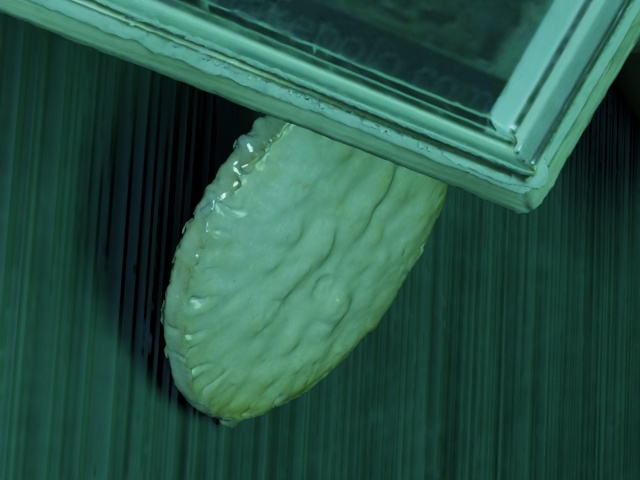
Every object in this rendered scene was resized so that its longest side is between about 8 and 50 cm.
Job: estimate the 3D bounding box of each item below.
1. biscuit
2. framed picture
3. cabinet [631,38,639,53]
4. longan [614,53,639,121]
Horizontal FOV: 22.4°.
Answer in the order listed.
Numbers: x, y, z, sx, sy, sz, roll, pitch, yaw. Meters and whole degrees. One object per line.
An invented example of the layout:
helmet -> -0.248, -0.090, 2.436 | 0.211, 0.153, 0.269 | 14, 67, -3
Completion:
biscuit -> 0.000, 0.000, 0.574 | 0.152, 0.020, 0.152 | -36, 146, -30
framed picture -> -0.015, -0.142, 0.346 | 0.296, 0.019, 0.232 | 19, 112, -24
cabinet -> 0.044, -0.156, 0.529 | 0.175, 0.215, 0.148 | 41, 54, -52
longan -> 0.271, -0.164, 0.895 | 0.300, 0.243, 0.300 | 11, 90, -86
